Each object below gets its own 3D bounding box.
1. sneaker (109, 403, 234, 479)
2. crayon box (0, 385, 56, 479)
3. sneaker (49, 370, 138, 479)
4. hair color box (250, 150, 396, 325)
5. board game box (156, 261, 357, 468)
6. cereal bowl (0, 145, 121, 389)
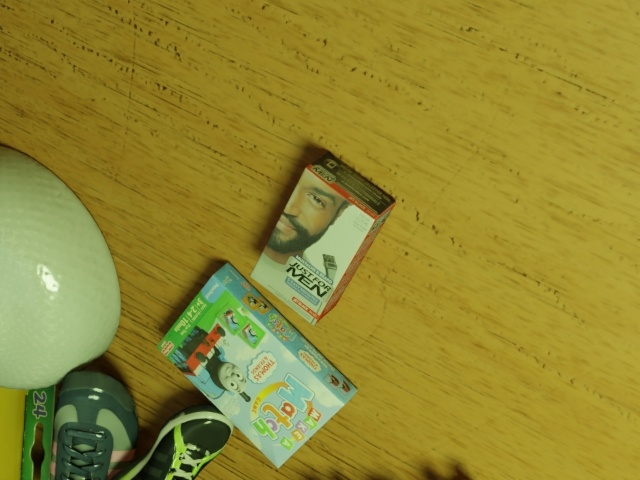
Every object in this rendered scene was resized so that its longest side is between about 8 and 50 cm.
[{"bbox_3d":[-0.184,0.303,1.447,0.084,0.097,0.234,26,118,-35],"label":"sneaker"},{"bbox_3d":[-0.520,0.294,1.642,0.323,0.083,0.203,-2,83,35],"label":"crayon box"},{"bbox_3d":[-0.304,0.312,1.520,0.112,0.131,0.319,8,130,1],"label":"sneaker"},{"bbox_3d":[0.000,0.000,1.226,0.093,0.053,0.167,37,128,11],"label":"hair color box"},{"bbox_3d":[-0.079,0.151,1.370,0.211,0.039,0.160,43,130,4],"label":"board game box"},{"bbox_3d":[-0.429,0.053,1.476,0.339,0.141,0.339,14,121,25],"label":"cereal bowl"}]
